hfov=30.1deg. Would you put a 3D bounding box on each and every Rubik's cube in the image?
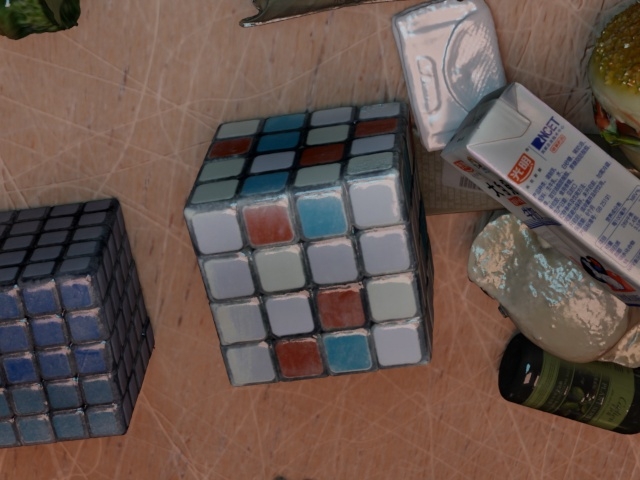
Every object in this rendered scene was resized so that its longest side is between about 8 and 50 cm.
[{"bbox_3d":[0.000,0.000,1.452,0.253,0.256,0.259,-8,116,10],"label":"Rubik's cube"},{"bbox_3d":[-0.360,0.102,1.517,0.237,0.238,0.237,-8,115,4],"label":"Rubik's cube"}]

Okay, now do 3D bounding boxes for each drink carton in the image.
[{"bbox_3d":[0.300,-0.049,1.410,0.315,0.130,0.106,37,83,-6],"label":"drink carton"}]

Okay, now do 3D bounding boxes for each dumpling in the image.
[{"bbox_3d":[0.342,0.049,1.541,0.243,0.175,0.227,13,120,-40],"label":"dumpling"}]

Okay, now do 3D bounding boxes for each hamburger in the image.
[{"bbox_3d":[0.455,-0.191,1.364,0.302,0.302,0.170,-21,124,9],"label":"hamburger"}]

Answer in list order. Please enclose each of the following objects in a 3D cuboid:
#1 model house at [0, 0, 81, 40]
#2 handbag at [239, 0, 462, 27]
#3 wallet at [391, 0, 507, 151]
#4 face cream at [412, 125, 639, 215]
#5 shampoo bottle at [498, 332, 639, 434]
[{"bbox_3d":[-0.424,-0.361,1.268,0.266,0.261,0.321,-7,113,5],"label":"model house"},{"bbox_3d":[0.027,-0.347,1.369,0.270,0.117,0.182,-8,109,1],"label":"handbag"},{"bbox_3d":[0.165,-0.207,1.470,0.124,0.032,0.183,-13,107,6],"label":"wallet"},{"bbox_3d":[0.252,-0.091,1.530,0.341,0.084,0.137,-1,115,8],"label":"face cream"},{"bbox_3d":[0.395,0.212,1.669,0.284,0.101,0.101,17,115,-10],"label":"shampoo bottle"}]
